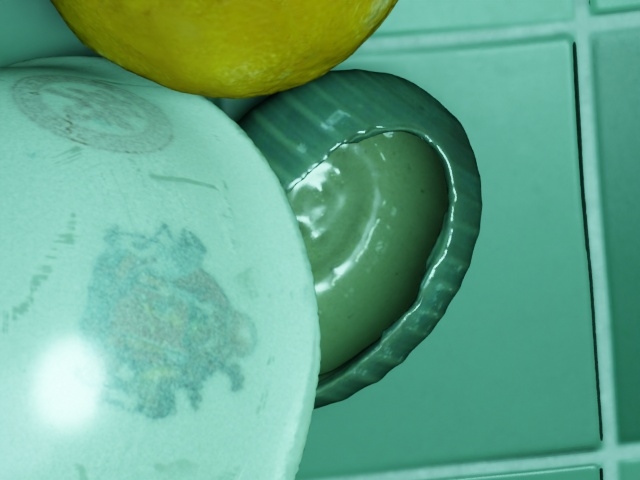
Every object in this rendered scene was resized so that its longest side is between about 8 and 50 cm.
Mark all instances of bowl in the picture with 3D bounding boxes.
[{"bbox_3d":[-0.235,0.061,0.900,0.434,0.196,0.435,-8,71,26],"label":"bowl"}]

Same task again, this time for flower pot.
[{"bbox_3d":[0.000,0.000,1.024,0.189,0.157,0.243,37,101,-13],"label":"flower pot"}]

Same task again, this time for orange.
[{"bbox_3d":[-0.056,-0.216,0.929,0.261,0.261,0.261,0,102,-2],"label":"orange"}]
